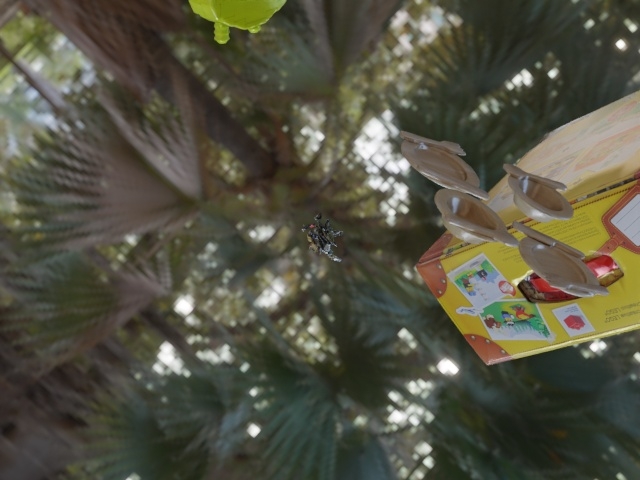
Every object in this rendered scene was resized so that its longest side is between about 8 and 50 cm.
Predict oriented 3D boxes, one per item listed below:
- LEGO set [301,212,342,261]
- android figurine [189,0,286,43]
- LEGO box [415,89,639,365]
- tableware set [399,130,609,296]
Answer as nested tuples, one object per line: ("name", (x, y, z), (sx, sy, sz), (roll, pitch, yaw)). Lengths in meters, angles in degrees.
("LEGO set", (-0.001, -0.002, 1.322), (0.023, 0.054, 0.083), (-29, 154, 22))
("android figurine", (-0.099, -0.382, 1.558), (0.056, 0.272, 0.248), (23, -144, 32))
("LEGO box", (0.424, -0.053, 1.661), (0.372, 0.193, 0.500), (-42, -171, -32))
("tableware set", (0.129, -0.023, 0.881), (0.020, 0.141, 0.168), (-60, -158, 26))
